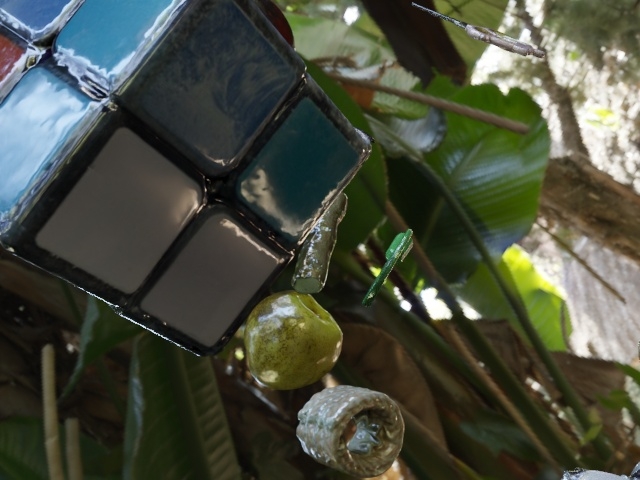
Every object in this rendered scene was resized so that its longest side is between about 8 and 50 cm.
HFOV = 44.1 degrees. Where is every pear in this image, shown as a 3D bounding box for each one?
[{"bbox_3d":[-0.062,0.202,1.557,0.197,0.197,0.197,-46,-24,-27],"label":"pear"}]

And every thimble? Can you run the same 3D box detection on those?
[{"bbox_3d":[0.068,0.432,1.790,0.229,0.148,0.196,-3,-88,-41],"label":"thimble"}]

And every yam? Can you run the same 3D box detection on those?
[{"bbox_3d":[0.000,0.000,1.353,0.253,0.061,0.061,-73,-2,-50],"label":"yam"}]

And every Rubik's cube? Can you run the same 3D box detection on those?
[{"bbox_3d":[-0.191,-0.113,0.859,0.318,0.316,0.313,-53,-40,-4],"label":"Rubik's cube"}]

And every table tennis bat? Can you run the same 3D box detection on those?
[{"bbox_3d":[0.134,0.036,1.478,0.160,0.039,0.257,-60,-6,23],"label":"table tennis bat"}]

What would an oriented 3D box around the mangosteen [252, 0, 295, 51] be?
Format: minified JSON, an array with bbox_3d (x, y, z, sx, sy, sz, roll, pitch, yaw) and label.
[{"bbox_3d":[-0.164,-0.273,1.257,0.235,0.235,0.261,26,-98,-69],"label":"mangosteen"}]

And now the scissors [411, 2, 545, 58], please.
[{"bbox_3d":[0.322,-0.451,1.685,0.160,0.317,0.024,-13,-51,-51],"label":"scissors"}]

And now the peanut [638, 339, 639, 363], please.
[{"bbox_3d":[0.719,0.269,1.565,0.122,0.253,0.137,-31,1,-7],"label":"peanut"}]

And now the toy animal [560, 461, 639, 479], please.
[{"bbox_3d":[0.590,0.511,1.401,0.251,0.310,0.251,180,90,-87],"label":"toy animal"}]
